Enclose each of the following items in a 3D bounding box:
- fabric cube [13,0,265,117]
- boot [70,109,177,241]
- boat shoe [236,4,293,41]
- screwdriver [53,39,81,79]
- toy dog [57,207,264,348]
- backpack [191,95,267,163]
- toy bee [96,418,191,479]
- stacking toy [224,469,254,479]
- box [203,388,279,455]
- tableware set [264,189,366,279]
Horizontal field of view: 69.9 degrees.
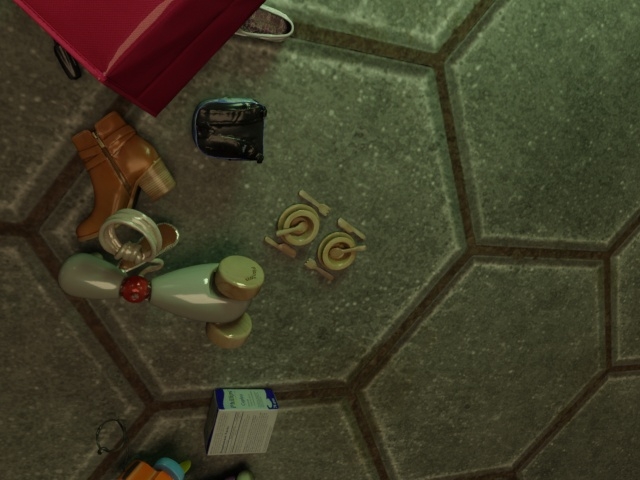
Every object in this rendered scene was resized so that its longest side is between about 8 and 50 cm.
[{"bbox_3d":[-0.228,-0.342,0.545,0.254,0.259,0.258,43,90,-11],"label":"fabric cube"},{"bbox_3d":[-0.356,-0.102,0.749,0.197,0.073,0.152,-36,111,-1],"label":"boot"},{"bbox_3d":[-0.130,-0.352,0.721,0.184,0.063,0.066,11,108,-24],"label":"boat shoe"},{"bbox_3d":[-0.394,-0.321,0.667,0.025,0.024,0.170,-31,116,-39],"label":"screwdriver"},{"bbox_3d":[-0.252,0.059,0.814,0.333,0.161,0.220,34,113,-25],"label":"toy dog"},{"bbox_3d":[-0.157,-0.188,0.768,0.114,0.084,0.105,-3,114,-23],"label":"backpack"},{"bbox_3d":[-0.362,0.521,0.970,0.162,0.298,0.195,-44,160,33],"label":"toy bee"},{"bbox_3d":[-0.306,0.650,1.051,0.330,0.141,0.141,-15,116,-7],"label":"stacking toy"},{"bbox_3d":[-0.177,0.400,1.015,0.137,0.072,0.126,9,109,-24],"label":"box"},{"bbox_3d":[0.000,0.000,0.930,0.194,0.039,0.128,33,97,-28],"label":"tableware set"}]
